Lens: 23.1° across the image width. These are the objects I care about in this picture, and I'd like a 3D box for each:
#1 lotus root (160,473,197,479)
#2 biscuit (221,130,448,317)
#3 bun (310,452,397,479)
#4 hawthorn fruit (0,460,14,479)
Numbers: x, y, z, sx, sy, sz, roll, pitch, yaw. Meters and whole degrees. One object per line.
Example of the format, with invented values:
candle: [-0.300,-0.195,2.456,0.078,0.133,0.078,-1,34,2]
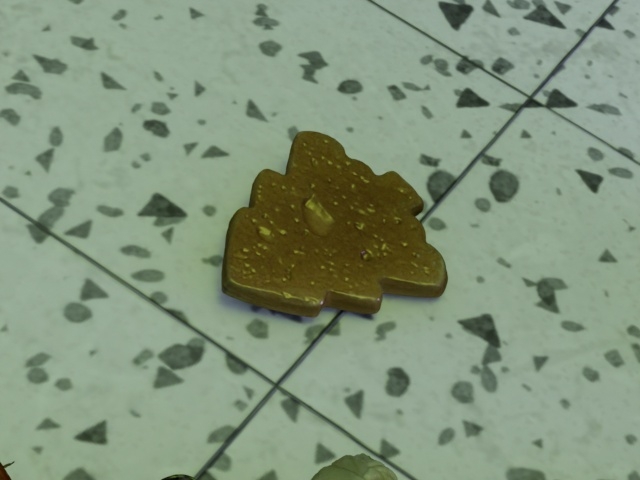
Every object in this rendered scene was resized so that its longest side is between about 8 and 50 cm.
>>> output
lotus root: [-0.093,0.279,1.171,0.183,0.078,0.203,45,56,7]
biscuit: [0.000,0.000,1.460,0.238,0.041,0.212,-28,69,-34]
bun: [0.039,0.217,1.238,0.115,0.069,0.115,43,19,-19]
hawthorn fruit: [-0.283,0.200,1.155,0.125,0.125,0.140,3,26,-14]
